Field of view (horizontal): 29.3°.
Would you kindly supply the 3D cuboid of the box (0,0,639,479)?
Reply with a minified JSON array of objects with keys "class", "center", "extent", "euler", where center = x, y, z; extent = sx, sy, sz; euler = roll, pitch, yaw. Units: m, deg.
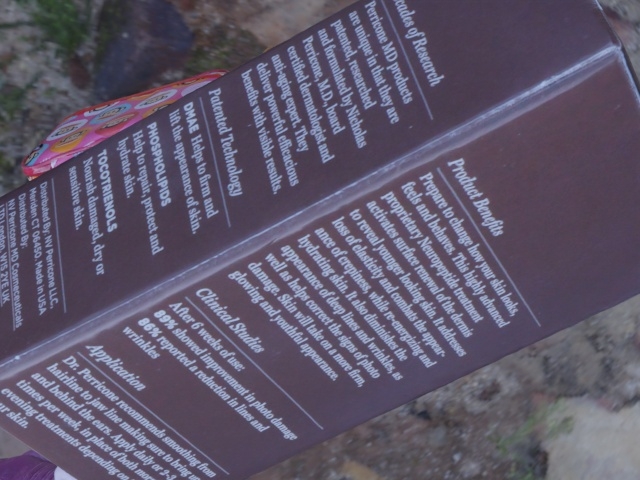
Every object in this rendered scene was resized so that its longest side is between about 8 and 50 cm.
[{"class":"box","center":[0.000,0.000,0.697],"extent":[0.381,0.191,0.143],"euler":[-25,48,12]}]

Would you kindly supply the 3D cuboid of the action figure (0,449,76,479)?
[{"class":"action figure","center":[-0.282,0.294,1.300],"extent":[0.370,0.275,0.248],"euler":[-3,46,32]}]

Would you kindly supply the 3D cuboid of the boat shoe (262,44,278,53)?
[{"class":"boat shoe","center":[0.025,-0.130,1.137],"extent":[0.207,0.073,0.073],"euler":[43,118,43]}]

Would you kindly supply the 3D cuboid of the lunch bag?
[{"class":"lunch bag","center":[-0.243,-0.139,1.708],"extent":[0.293,0.258,0.120],"euler":[-14,112,19]}]
